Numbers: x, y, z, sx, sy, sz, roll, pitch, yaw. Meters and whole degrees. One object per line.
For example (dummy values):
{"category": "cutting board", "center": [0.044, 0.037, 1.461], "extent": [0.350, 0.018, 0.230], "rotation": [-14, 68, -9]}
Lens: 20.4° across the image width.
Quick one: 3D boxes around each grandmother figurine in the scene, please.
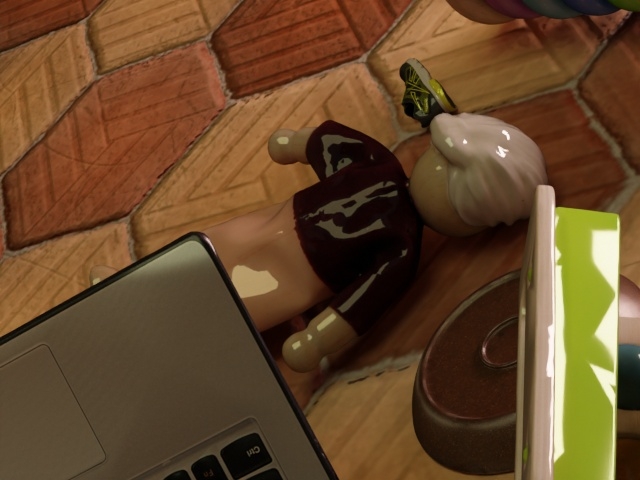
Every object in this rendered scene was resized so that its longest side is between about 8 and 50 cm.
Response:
{"category": "grandmother figurine", "center": [0.000, 0.000, 1.269], "extent": [0.342, 0.104, 0.208], "rotation": [-23, 61, 19]}

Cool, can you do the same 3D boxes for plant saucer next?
{"category": "plant saucer", "center": [0.124, 0.070, 1.107], "extent": [0.168, 0.029, 0.168], "rotation": [-27, 33, 19]}

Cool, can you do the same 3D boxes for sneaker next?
{"category": "sneaker", "center": [0.075, -0.116, 1.398], "extent": [0.035, 0.031, 0.083], "rotation": [-38, 31, 1]}

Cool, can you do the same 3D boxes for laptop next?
{"category": "laptop", "center": [-0.157, 0.268, 0.946], "extent": [0.382, 0.408, 0.236], "rotation": [-28, -2, 14]}

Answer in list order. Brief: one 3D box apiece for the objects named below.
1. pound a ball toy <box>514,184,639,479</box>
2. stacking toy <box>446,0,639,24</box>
{"category": "pound a ball toy", "center": [0.202, 0.116, 0.897], "extent": [0.208, 0.136, 0.319], "rotation": [4, 36, 3]}
{"category": "stacking toy", "center": [0.235, -0.219, 1.284], "extent": [0.330, 0.141, 0.141], "rotation": [12, 56, 47]}
